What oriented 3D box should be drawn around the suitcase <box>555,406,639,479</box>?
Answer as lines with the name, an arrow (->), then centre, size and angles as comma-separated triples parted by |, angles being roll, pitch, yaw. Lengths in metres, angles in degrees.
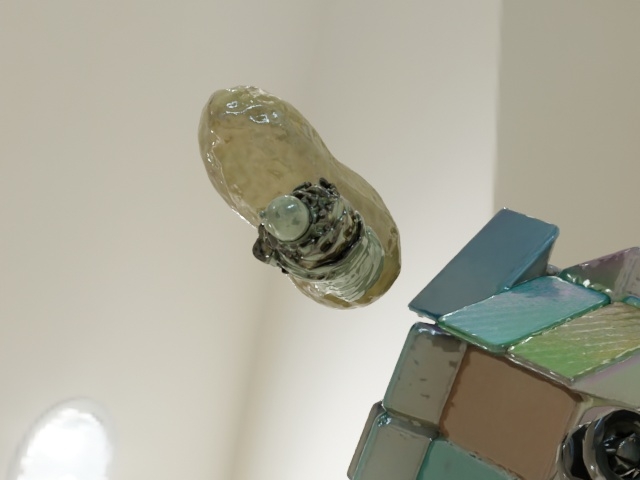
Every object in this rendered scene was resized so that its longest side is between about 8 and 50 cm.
suitcase -> 0.322, 0.136, 0.458 | 0.433, 0.283, 0.194 | 13, -114, -15

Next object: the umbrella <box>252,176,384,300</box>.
umbrella -> 0.000, 0.000, 0.883 | 0.143, 0.067, 0.062 | 32, -137, -66

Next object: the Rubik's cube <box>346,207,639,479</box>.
Rubik's cube -> 0.236, 0.174, 1.351 | 0.368, 0.387, 0.358 | 19, -89, -6

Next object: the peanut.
peanut -> -0.021, -0.043, 1.314 | 0.257, 0.123, 0.124 | 50, -127, -25
